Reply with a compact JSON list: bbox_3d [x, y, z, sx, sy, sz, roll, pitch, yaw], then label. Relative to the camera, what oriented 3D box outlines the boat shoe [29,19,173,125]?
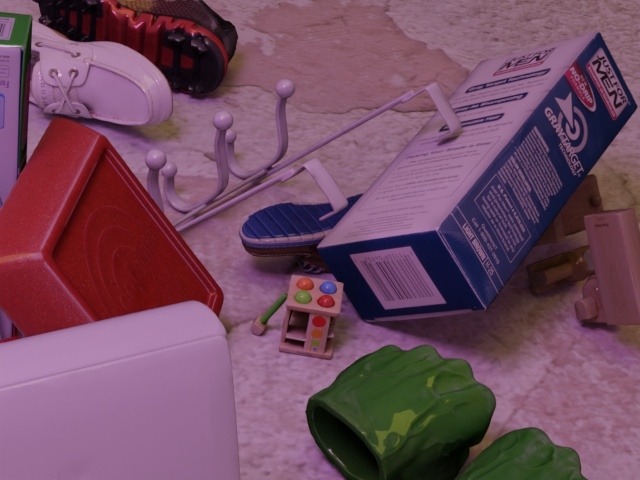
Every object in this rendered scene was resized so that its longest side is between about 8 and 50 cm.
[{"bbox_3d":[-0.298,-0.183,1.741,0.277,0.098,0.096,19,34,29],"label":"boat shoe"}]

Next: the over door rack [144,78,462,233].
[{"bbox_3d":[-0.053,-0.091,1.529,0.324,0.108,0.239,-10,17,41],"label":"over door rack"}]

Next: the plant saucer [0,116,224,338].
[{"bbox_3d":[-0.176,0.039,1.322,0.047,0.259,0.258,-25,26,23],"label":"plant saucer"}]

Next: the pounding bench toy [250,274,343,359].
[{"bbox_3d":[-0.024,0.069,1.460,0.083,0.065,0.052,9,34,0],"label":"pounding bench toy"}]

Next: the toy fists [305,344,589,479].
[{"bbox_3d":[0.121,0.194,1.293,0.142,0.096,0.279,-29,51,-30],"label":"toy fists"}]

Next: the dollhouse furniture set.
[{"bbox_3d":[0.309,0.006,1.571,0.123,0.144,0.151,-16,6,-34],"label":"dollhouse furniture set"}]

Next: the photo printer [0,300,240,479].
[{"bbox_3d":[-0.208,0.193,1.069,0.307,0.256,0.107,-11,19,-29],"label":"photo printer"}]

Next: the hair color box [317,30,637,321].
[{"bbox_3d":[0.168,-0.067,1.539,0.174,0.105,0.347,-8,32,47],"label":"hair color box"}]

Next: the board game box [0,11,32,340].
[{"bbox_3d":[-0.385,-0.058,1.331,0.242,0.316,0.064,6,33,-7],"label":"board game box"}]

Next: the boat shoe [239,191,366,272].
[{"bbox_3d":[0.000,0.000,1.567,0.183,0.066,0.066,-8,38,-23],"label":"boat shoe"}]

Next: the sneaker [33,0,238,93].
[{"bbox_3d":[-0.225,-0.274,1.886,0.276,0.098,0.135,21,36,13],"label":"sneaker"}]

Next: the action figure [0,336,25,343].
[{"bbox_3d":[-0.317,0.141,1.236,0.139,0.091,0.280,8,18,8],"label":"action figure"}]
